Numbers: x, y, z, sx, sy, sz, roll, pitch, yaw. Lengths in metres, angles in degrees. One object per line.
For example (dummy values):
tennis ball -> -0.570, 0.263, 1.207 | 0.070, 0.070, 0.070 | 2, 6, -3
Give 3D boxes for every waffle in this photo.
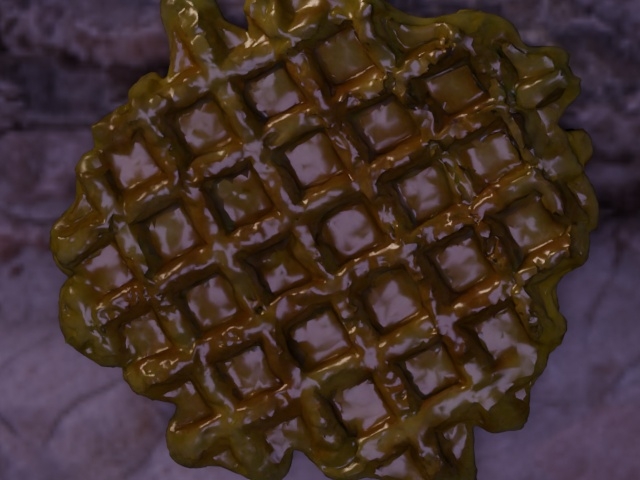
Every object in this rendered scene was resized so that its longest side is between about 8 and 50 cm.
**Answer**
waffle -> 0.000, 0.000, 0.863 | 0.238, 0.059, 0.243 | 19, 98, 1
